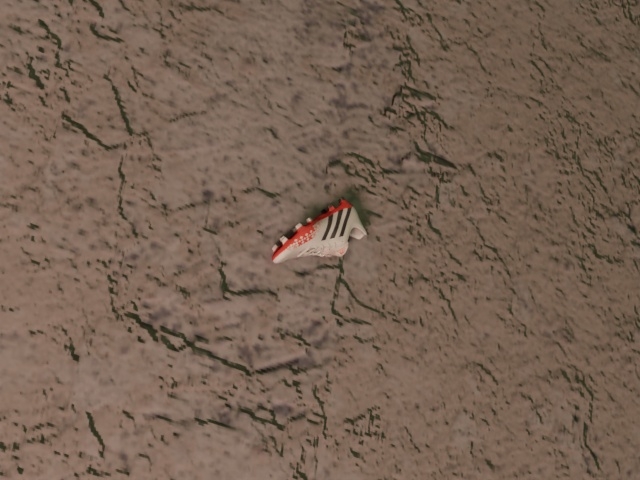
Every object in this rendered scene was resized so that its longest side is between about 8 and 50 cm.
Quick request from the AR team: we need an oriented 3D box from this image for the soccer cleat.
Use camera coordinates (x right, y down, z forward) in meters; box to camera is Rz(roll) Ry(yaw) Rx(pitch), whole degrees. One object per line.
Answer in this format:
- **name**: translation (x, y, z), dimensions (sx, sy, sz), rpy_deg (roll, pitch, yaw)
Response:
- **soccer cleat**: translation (0.000, 0.000, 0.963), dimensions (0.083, 0.029, 0.035), rpy_deg (-34, 88, -41)
